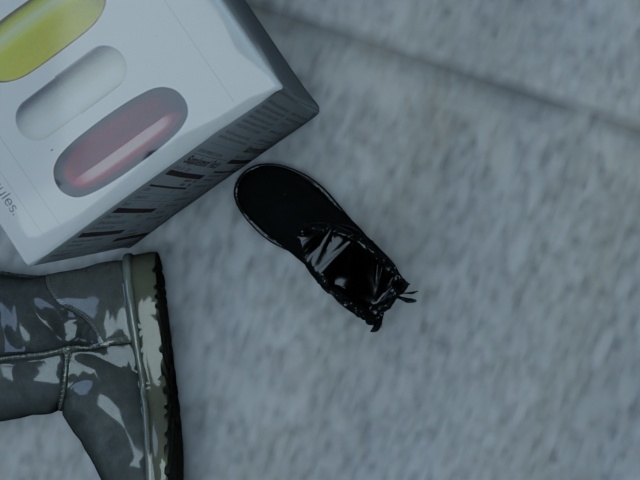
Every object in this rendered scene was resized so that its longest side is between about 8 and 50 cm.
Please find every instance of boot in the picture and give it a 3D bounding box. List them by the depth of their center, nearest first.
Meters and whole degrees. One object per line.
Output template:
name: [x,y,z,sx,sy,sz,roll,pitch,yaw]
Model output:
boot: [-0.001,0.000,0.753,0.121,0.099,0.045,40,94,2]
boot: [-0.187,0.096,0.787,0.208,0.076,0.189,-7,78,-2]

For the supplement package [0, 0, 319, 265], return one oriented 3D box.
supplement package: [-0.137,-0.138,0.705,0.145,0.204,0.262,-35,89,5]
